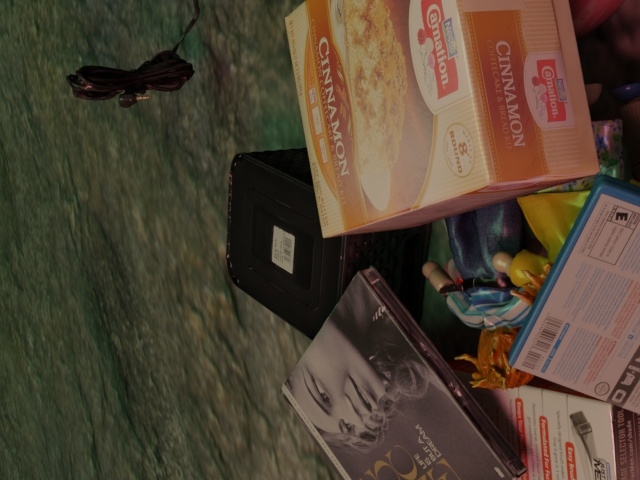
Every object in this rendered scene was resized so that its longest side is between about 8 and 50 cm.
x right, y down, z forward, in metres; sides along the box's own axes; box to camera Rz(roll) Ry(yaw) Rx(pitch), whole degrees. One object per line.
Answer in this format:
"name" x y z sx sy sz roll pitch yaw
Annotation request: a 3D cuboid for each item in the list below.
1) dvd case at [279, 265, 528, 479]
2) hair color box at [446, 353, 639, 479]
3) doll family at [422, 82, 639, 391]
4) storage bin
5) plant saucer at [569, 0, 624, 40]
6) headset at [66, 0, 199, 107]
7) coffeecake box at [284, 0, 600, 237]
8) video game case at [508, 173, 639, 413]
"dvd case" 0.046 0.134 0.717 0.164 0.018 0.221 53 150 15
"hair color box" 0.146 0.132 0.651 0.167 0.053 0.093 4 101 59
"doll family" 0.124 0.006 0.594 0.263 0.118 0.163 -15 85 57
"storage bin" 0.000 0.000 0.822 0.180 0.084 0.122 30 121 52
"plant saucer" 0.059 -0.258 0.587 0.332 0.084 0.332 43 148 37
"headset" -0.151 -0.318 0.890 0.243 0.185 0.394 42 138 46
"coffeecake box" 0.055 -0.085 0.540 0.185 0.068 0.142 -18 80 65
"video game case" 0.192 0.045 0.488 0.015 0.166 0.119 -65 -5 -55
